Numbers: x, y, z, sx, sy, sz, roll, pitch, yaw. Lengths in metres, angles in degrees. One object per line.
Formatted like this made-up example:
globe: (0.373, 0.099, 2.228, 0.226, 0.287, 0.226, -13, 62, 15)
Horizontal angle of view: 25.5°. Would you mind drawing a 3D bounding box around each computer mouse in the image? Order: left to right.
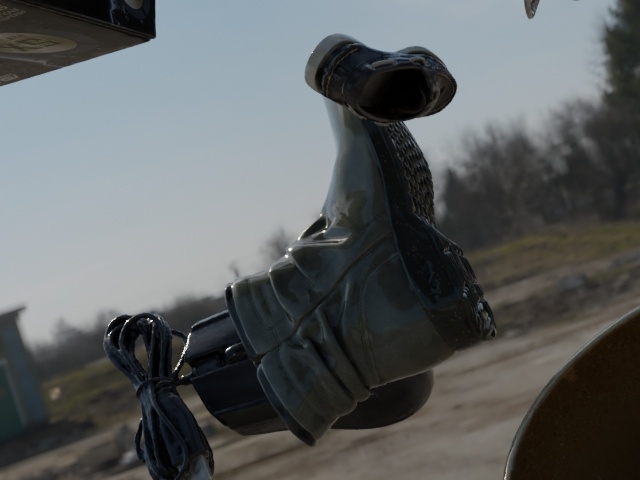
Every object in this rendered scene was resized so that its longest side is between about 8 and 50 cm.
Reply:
computer mouse: (-0.025, 0.102, 1.150, 0.272, 0.188, 0.072, -7, -43, -23)

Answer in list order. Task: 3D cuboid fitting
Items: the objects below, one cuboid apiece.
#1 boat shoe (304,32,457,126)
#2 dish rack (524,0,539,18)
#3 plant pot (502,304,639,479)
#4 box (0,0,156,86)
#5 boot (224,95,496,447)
boat shoe: (0.042, -0.082, 0.758, 0.125, 0.038, 0.046, 10, -66, -57)
dish rack: (0.200, -0.358, 1.066, 0.072, 0.332, 0.285, 4, 29, 13)
plant pot: (0.260, 0.181, 0.763, 0.237, 0.254, 0.237, -28, 27, 16)
box: (-0.224, -0.166, 0.945, 0.180, 0.077, 0.147, -9, -11, 37)
boot: (0.000, 0.000, 0.936, 0.161, 0.246, 0.083, -29, -31, 15)
